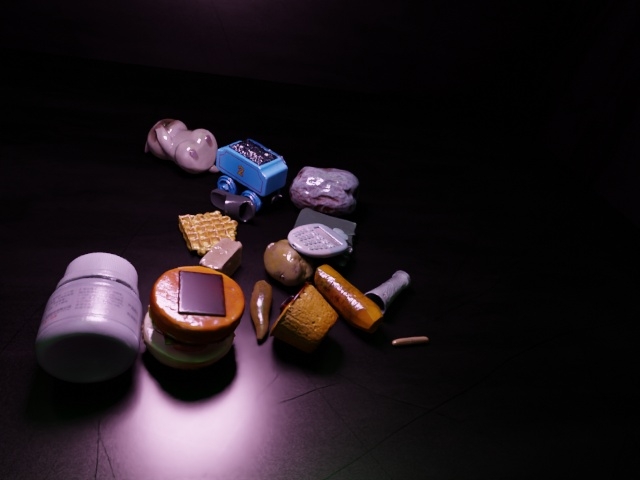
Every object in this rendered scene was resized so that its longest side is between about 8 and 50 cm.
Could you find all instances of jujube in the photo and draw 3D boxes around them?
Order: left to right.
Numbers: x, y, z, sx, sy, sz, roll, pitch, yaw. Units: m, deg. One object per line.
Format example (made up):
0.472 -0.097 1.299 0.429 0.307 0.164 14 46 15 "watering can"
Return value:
0.013 -0.215 1.987 0.308 0.215 0.246 10 14 9 "jujube"

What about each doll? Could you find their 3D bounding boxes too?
-0.648 -0.445 2.099 0.370 0.226 0.215 27 74 11 "doll"

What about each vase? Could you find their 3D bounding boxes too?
0.253 0.187 1.652 0.096 0.096 0.219 33 39 24 "vase"

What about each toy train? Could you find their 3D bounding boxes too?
-0.298 -0.283 1.948 0.300 0.265 0.188 32 41 21 "toy train"

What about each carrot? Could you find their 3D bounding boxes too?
0.088 0.203 1.563 0.114 0.114 0.302 -21 46 -37 "carrot"

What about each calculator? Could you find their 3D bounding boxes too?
0.000 0.000 1.699 0.184 0.042 0.295 39 31 28 "calculator"

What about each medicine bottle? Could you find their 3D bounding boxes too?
-0.623 0.206 1.241 0.245 0.245 0.306 0 39 -16 "medicine bottle"

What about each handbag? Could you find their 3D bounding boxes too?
0.016 -0.016 1.852 0.260 0.079 0.247 16 38 4 "handbag"

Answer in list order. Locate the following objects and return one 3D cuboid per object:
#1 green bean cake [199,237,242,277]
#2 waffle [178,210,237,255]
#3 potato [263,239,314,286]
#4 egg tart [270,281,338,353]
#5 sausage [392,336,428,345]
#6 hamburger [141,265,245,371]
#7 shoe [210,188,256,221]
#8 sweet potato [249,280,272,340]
-0.354 0.081 1.592 0.085 0.109 0.179 21 39 10 "green bean cake"
-0.420 -0.029 1.756 0.219 0.057 0.229 -11 44 -29 "waffle"
-0.121 0.083 1.643 0.200 0.137 0.154 37 16 27 "potato"
-0.051 0.248 1.408 0.171 0.215 0.215 38 41 6 "egg tart"
0.304 0.342 1.520 0.132 0.024 0.024 -1 39 -19 "sausage"
-0.372 0.226 1.306 0.291 0.225 0.291 14 37 -11 "hamburger"
-0.382 -0.138 1.871 0.241 0.108 0.093 23 37 24 "shoe"
-0.195 0.221 1.488 0.077 0.077 0.243 6 37 -9 "sweet potato"
